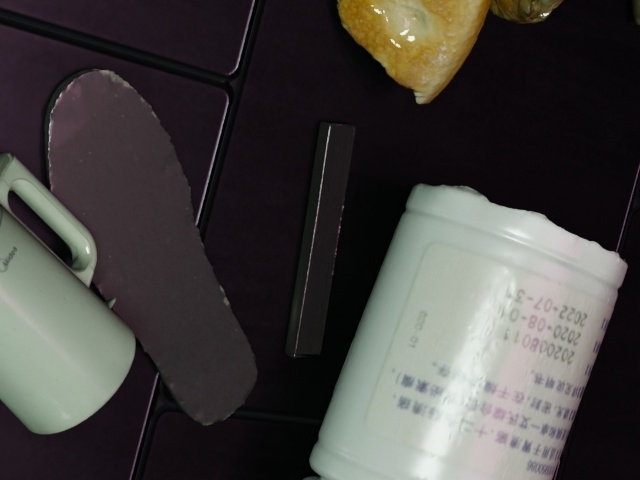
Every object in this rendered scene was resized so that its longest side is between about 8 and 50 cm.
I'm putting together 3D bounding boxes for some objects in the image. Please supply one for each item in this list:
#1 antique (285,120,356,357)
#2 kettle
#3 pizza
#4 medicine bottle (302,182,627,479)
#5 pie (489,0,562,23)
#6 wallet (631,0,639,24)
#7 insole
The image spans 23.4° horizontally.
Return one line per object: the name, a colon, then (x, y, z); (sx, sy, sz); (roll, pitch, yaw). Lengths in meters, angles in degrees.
antique: (0.000, 0.000, 1.243); (0.031, 0.015, 0.192); (2, 101, -42)
kettle: (-0.196, 0.039, 1.034); (0.127, 0.098, 0.148); (-44, 123, -9)
pizza: (0.070, -0.230, 1.174); (0.056, 0.134, 0.271); (-55, 138, -53)
medicine bottle: (0.106, 0.137, 1.253); (0.190, 0.190, 0.332); (24, 86, -41)
pie: (0.148, -0.256, 1.180); (0.046, 0.195, 0.195); (-15, 112, -18)
wallet: (0.319, -0.307, 1.419); (0.110, 0.031, 0.198); (-27, 118, -33)
insole: (-0.122, 0.013, 1.145); (0.110, 0.012, 0.309); (-41, 125, -23)
